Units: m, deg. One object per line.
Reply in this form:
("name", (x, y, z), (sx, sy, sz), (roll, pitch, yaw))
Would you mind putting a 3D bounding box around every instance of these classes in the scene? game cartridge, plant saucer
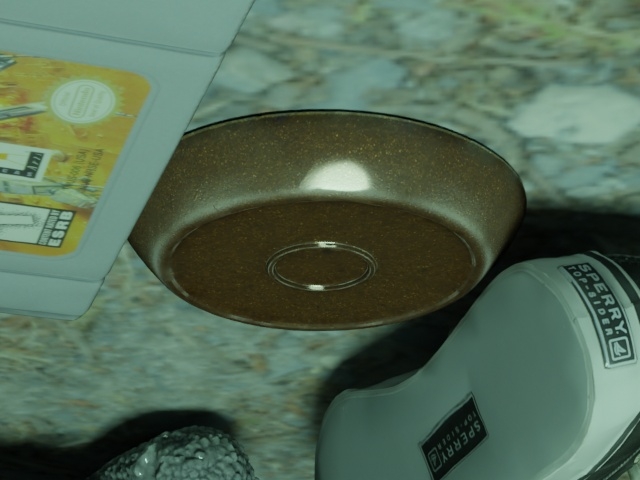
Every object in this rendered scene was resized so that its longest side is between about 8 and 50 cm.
("game cartridge", (-0.146, -0.053, 0.597), (0.198, 0.062, 0.297), (4, 155, -18))
("plant saucer", (0.000, 0.000, 0.736), (0.168, 0.029, 0.168), (1, 154, 0))

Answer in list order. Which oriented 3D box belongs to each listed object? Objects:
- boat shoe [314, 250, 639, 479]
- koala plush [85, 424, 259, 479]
("boat shoe", (0.088, 0.085, 0.826), (0.105, 0.113, 0.306), (-9, 153, -26))
("koala plush", (-0.112, 0.241, 0.970), (0.196, 0.221, 0.203), (-16, 165, -16))
